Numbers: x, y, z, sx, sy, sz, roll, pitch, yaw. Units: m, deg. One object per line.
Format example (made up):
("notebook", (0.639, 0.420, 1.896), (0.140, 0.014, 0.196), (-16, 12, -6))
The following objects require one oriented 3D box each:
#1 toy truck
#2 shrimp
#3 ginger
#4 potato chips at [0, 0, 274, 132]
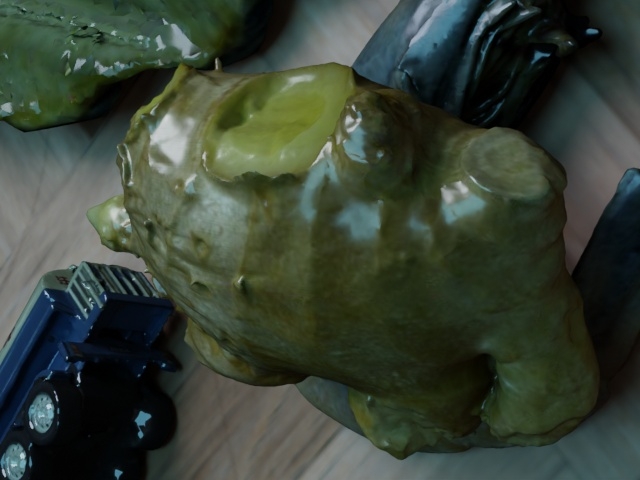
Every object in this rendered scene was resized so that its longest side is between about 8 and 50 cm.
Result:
("toy truck", (-0.144, 0.100, 0.820), (0.088, 0.074, 0.202), (49, 117, 36))
("shrimp", (0.071, -0.026, 0.651), (0.178, 0.075, 0.289), (45, 115, 24))
("ginger", (0.000, 0.000, 0.614), (0.216, 0.157, 0.102), (10, 50, 31))
("potato chips", (-0.121, -0.232, 0.825), (0.429, 0.070, 0.358), (11, 92, 40))
